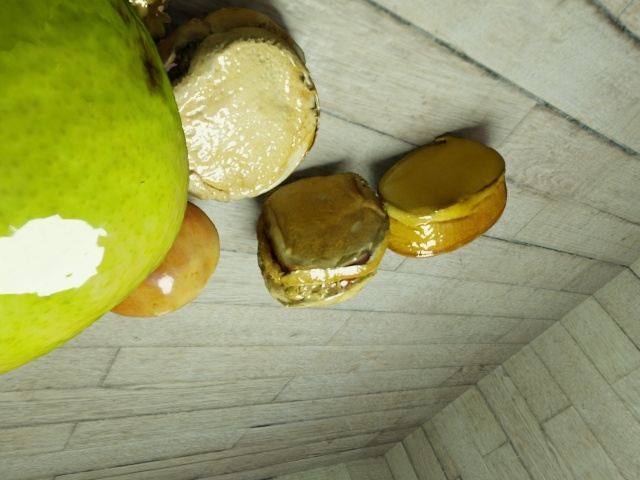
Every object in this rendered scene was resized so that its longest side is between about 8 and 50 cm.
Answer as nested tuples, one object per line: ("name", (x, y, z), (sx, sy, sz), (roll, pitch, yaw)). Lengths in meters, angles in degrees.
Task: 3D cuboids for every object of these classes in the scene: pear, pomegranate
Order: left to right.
("pear", (-0.293, -0.059, 0.392), (0.391, 0.391, 0.391), (-16, 142, -13))
("pomegranate", (-0.262, 0.020, 0.735), (0.209, 0.209, 0.209), (-16, 142, -13))

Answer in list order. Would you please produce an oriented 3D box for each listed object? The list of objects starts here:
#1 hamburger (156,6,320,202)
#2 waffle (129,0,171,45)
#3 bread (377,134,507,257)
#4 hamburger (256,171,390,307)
("hamburger", (-0.112, -0.172, 0.620), (0.286, 0.146, 0.243), (-19, 148, -27))
("waffle", (-0.309, -0.252, 0.497), (0.329, 0.062, 0.329), (-15, 142, -12))
("bread", (0.223, -0.078, 0.893), (0.270, 0.195, 0.142), (-31, 139, -18))
("hamburger", (0.000, 0.000, 0.846), (0.244, 0.244, 0.163), (-19, 142, -9))
